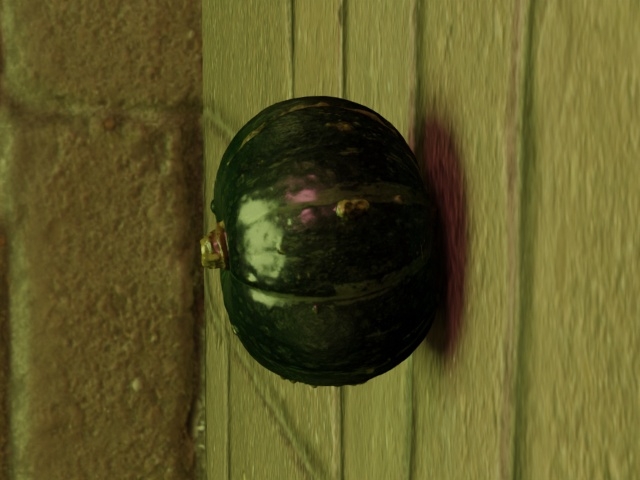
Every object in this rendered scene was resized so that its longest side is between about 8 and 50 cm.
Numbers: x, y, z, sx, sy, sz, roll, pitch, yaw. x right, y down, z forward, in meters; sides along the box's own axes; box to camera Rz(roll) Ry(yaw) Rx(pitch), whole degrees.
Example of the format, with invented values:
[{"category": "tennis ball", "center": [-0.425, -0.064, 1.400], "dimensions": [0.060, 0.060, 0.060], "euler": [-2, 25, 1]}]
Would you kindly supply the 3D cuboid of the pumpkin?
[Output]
[{"category": "pumpkin", "center": [0.001, 0.000, 1.129], "dimensions": [0.190, 0.146, 0.190], "euler": [-5, -90, -78]}]
